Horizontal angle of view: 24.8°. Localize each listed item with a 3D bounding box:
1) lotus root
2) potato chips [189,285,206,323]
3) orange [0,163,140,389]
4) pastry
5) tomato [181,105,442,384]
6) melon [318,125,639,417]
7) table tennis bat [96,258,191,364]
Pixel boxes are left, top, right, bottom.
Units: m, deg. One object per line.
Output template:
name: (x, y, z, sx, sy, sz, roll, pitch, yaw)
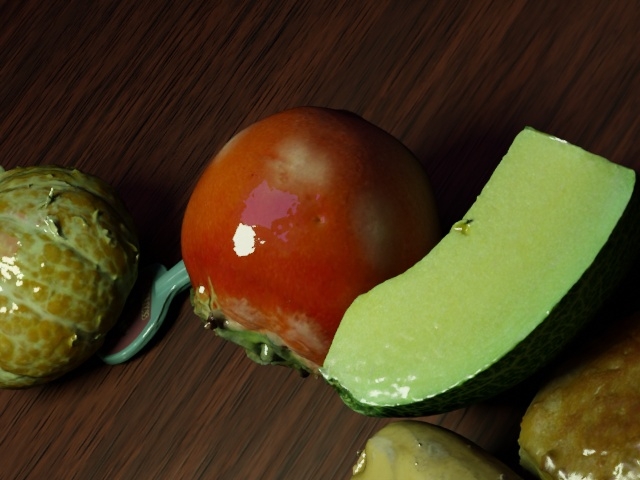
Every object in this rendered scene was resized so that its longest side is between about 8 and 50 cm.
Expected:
lotus root: (0.148, 0.299, 1.407, 0.343, 0.151, 0.169, 35, 100, 46)
potato chips: (-0.094, 0.017, 1.956, 0.202, 0.029, 0.220, -18, 49, 34)
orange: (-0.401, 0.046, 2.009, 0.329, 0.249, 0.329, -40, 25, 24)
pastry: (0.315, 0.174, 1.383, 0.236, 0.121, 0.257, -43, 28, -3)
tomato: (0.000, 0.000, 1.661, 0.321, 0.321, 0.321, -24, 44, 25)
melon: (0.169, 0.053, 1.500, 0.343, 0.226, 0.331, -58, 10, 0)
table tennis bat: (-0.228, 0.079, 2.003, 0.244, 0.040, 0.153, -36, 35, 27)
